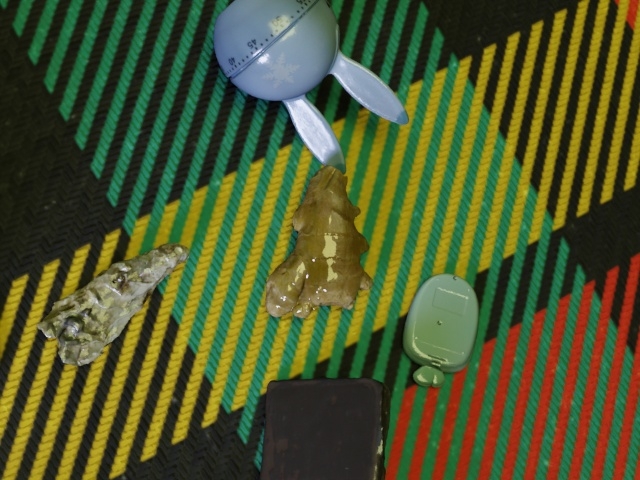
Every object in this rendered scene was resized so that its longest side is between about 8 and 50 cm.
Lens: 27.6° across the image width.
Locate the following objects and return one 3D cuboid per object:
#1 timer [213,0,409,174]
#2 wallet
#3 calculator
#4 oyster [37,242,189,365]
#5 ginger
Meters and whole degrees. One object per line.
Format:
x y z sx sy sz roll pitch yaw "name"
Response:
-0.021 -0.229 1.659 0.255 0.175 0.175 37 68 -32 "timer"
-0.003 0.308 1.512 0.165 0.042 0.309 -5 65 24 "wallet"
0.154 0.115 1.660 0.095 0.021 0.153 18 69 -8 "calculator"
-0.250 0.064 1.555 0.106 0.061 0.200 33 71 -2 "oyster"
0.010 0.010 1.622 0.115 0.081 0.205 14 79 23 "ginger"
